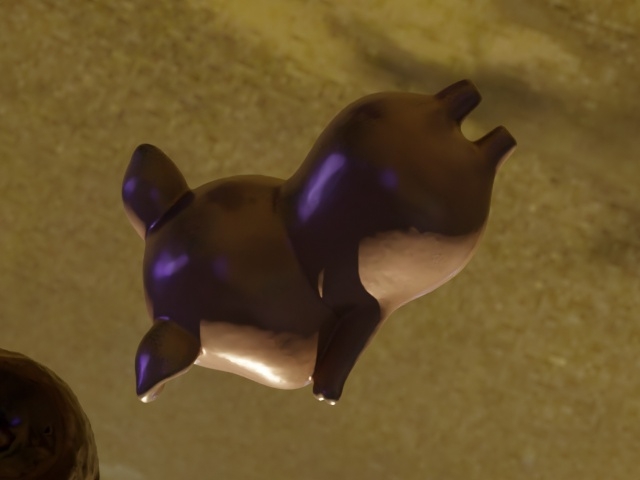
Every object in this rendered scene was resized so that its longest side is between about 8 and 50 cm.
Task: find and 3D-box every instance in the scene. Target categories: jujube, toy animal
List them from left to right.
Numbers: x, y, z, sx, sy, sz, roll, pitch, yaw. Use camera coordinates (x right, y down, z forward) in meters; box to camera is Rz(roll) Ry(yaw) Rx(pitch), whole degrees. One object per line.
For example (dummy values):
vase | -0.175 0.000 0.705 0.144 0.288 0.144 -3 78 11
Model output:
jujube | -0.201 0.163 0.992 0.190 0.190 0.255 24 139 -8
toy animal | -0.003 -0.004 0.607 0.089 0.150 0.083 58 -174 -29
